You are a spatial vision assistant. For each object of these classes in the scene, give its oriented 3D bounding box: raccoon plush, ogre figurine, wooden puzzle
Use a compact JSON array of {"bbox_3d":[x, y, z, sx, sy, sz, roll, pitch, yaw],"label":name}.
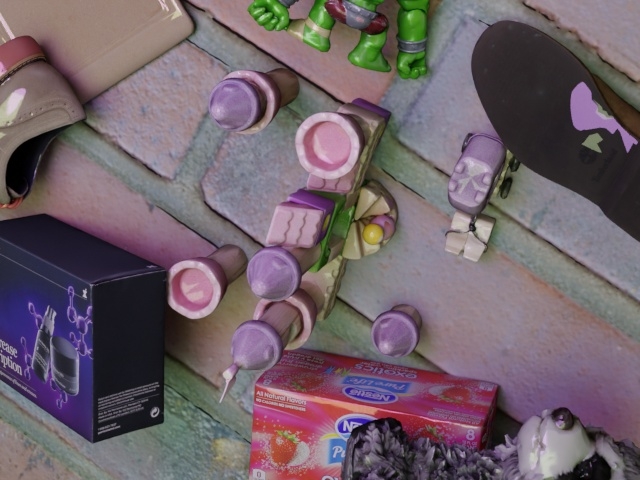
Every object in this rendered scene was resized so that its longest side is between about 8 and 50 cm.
[{"bbox_3d":[0.165,0.332,1.161,0.299,0.216,0.446,4,137,-4],"label":"raccoon plush"},{"bbox_3d":[0.039,-0.238,1.144,0.197,0.097,0.118,24,112,-8],"label":"ogre figurine"},{"bbox_3d":[-0.282,-0.287,1.292,0.221,0.044,0.239,-27,100,23],"label":"wooden puzzle"}]

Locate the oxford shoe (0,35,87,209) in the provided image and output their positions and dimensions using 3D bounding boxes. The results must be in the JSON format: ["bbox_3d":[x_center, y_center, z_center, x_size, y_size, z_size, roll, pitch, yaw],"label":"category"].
[{"bbox_3d":[-0.407,-0.069,1.301,0.348,0.123,0.130,-43,89,22],"label":"oxford shoe"}]

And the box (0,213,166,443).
[{"bbox_3d":[-0.289,0.091,1.306,0.261,0.103,0.184,20,111,44],"label":"box"}]

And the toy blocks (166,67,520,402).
[{"bbox_3d":[0.000,0.000,1.161,0.309,0.260,0.289,21,110,11],"label":"toy blocks"}]

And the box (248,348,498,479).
[{"bbox_3d":[0.059,0.215,1.276,0.256,0.122,0.128,9,108,15],"label":"box"}]

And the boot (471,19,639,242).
[{"bbox_3d":[0.275,-0.105,1.139,0.305,0.115,0.112,46,122,20],"label":"boot"}]
